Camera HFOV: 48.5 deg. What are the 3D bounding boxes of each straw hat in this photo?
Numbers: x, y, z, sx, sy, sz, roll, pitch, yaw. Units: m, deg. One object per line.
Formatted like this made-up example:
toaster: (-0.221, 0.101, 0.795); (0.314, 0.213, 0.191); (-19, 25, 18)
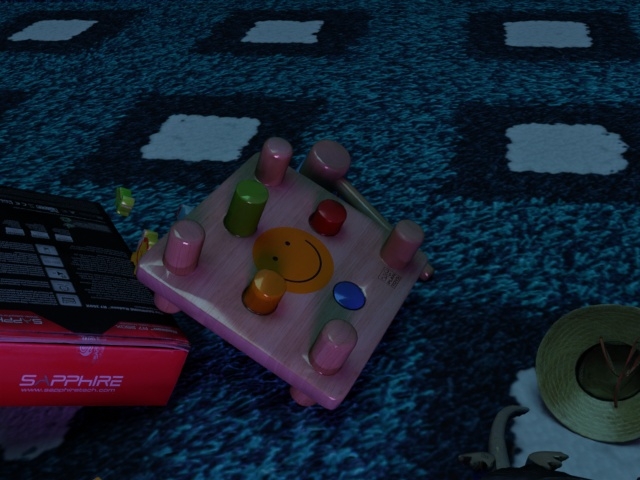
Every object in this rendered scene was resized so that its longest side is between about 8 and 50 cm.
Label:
straw hat: (0.299, 0.135, 0.726); (0.144, 0.145, 0.061); (15, -3, 27)

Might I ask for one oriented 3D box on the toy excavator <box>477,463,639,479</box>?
toy excavator: (0.157, 0.323, 0.282); (0.432, 0.222, 0.445); (7, 71, -24)

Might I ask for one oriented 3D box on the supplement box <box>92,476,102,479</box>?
supplement box: (-0.169, 0.254, 0.596); (0.098, 0.062, 0.036); (24, 42, 38)

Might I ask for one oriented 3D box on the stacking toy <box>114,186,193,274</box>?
stacking toy: (-0.174, -0.008, 0.938); (0.167, 0.052, 0.221); (16, 21, -31)

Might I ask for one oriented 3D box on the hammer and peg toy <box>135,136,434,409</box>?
hammer and peg toy: (0.000, 0.000, 0.828); (0.266, 0.127, 0.361); (34, 46, 8)

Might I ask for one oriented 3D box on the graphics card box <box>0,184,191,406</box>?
graphics card box: (-0.327, 0.048, 0.820); (0.232, 0.094, 0.371); (9, 23, -38)

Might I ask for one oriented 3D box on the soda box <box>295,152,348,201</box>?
soda box: (-0.018, -0.049, 1.037); (0.067, 0.071, 0.210); (7, 35, 17)

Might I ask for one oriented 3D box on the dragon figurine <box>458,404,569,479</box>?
dragon figurine: (0.157, 0.245, 0.553); (0.085, 0.144, 0.289); (-4, 14, 3)
